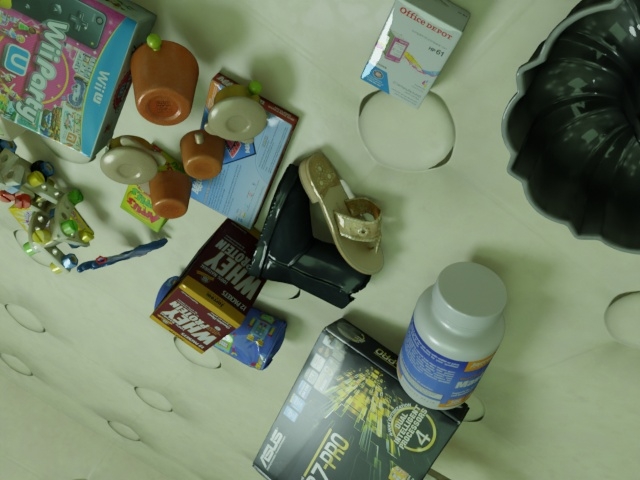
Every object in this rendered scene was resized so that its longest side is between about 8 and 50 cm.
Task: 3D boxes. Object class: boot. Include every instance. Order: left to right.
[{"bbox_3d":[0.000,0.000,0.993,0.207,0.094,0.247,18,125,-6],"label":"boot"}]

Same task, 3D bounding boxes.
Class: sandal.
[{"bbox_3d":[0.060,-0.040,0.917,0.079,0.088,0.240,-12,121,45],"label":"sandal"}]

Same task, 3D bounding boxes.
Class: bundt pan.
[{"bbox_3d":[0.372,-0.141,0.606,0.330,0.124,0.331,16,138,15],"label":"bundt pan"}]

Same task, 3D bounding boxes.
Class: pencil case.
[{"bbox_3d":[-0.231,0.189,1.292,0.306,0.119,0.133,22,110,8],"label":"pencil case"}]

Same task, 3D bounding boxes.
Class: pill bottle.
[{"bbox_3d":[0.227,0.165,0.985,0.152,0.152,0.272,19,139,11],"label":"pill bottle"}]

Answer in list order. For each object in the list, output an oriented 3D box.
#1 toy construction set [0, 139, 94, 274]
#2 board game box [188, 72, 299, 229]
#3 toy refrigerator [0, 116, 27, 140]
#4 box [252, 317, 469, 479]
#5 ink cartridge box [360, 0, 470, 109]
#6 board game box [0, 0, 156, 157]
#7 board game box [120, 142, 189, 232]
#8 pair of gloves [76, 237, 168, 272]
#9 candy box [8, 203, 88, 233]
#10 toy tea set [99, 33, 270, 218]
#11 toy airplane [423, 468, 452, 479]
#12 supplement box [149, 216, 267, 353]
[{"bbox_3d":[-0.591,-0.083,1.133,0.151,0.215,0.328,-17,153,-1],"label":"toy construction set"},{"bbox_3d":[-0.144,-0.139,0.976,0.145,0.027,0.281,28,140,-2],"label":"board game box"},{"bbox_3d":[-0.688,-0.278,1.086,0.269,0.094,0.102,16,138,14],"label":"toy refrigerator"},{"bbox_3d":[0.070,0.409,1.181,0.318,0.097,0.395,35,110,20],"label":"box"},{"bbox_3d":[0.115,-0.239,0.705,0.088,0.052,0.122,28,139,0],"label":"ink cartridge box"},{"bbox_3d":[-0.425,-0.293,0.824,0.303,0.097,0.224,25,114,-11],"label":"board game box"},{"bbox_3d":[-0.322,-0.097,1.106,0.092,0.043,0.181,35,139,-8],"label":"board game box"},{"bbox_3d":[-0.431,0.032,1.233,0.198,0.159,0.023,-15,91,45],"label":"pair of gloves"},{"bbox_3d":[-0.644,-0.045,1.356,0.205,0.027,0.105,-1,128,30],"label":"candy box"},{"bbox_3d":[-0.232,-0.174,0.900,0.200,0.124,0.336,16,141,-33],"label":"toy tea set"},{"bbox_3d":[0.132,0.536,1.334,0.386,0.272,0.384,-11,126,37],"label":"toy airplane"},{"bbox_3d":[-0.202,0.086,1.113,0.129,0.194,0.191,38,139,-12],"label":"supplement box"}]
